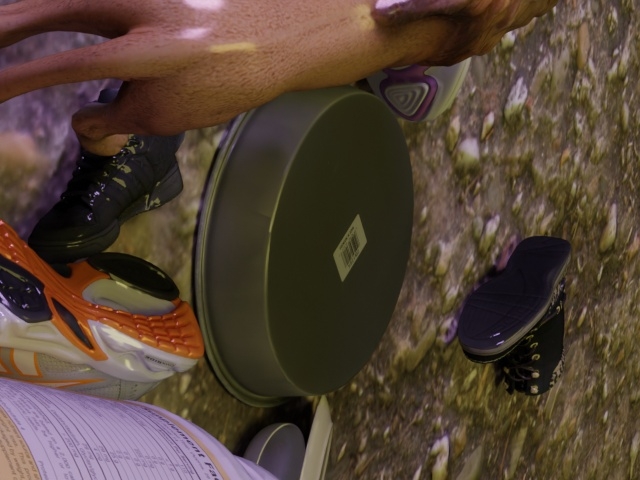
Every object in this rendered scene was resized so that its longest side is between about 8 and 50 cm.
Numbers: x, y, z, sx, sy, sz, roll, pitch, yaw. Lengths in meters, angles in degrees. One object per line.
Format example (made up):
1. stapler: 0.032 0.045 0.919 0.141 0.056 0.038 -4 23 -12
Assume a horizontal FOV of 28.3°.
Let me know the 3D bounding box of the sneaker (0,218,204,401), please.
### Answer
1. sneaker: -0.189 0.055 0.697 0.262 0.099 0.121 25 117 -43

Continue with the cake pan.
1. cake pan: 0.000 0.000 1.057 0.293 0.054 0.293 -29 124 -55

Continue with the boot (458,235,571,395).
1. boot: 0.234 0.121 1.485 0.236 0.085 0.179 -45 138 -47

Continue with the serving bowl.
1. serving bowl: -0.045 0.191 1.063 0.083 0.027 0.083 -29 124 -56

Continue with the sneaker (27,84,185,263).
1. sneaker: -0.133 -0.056 0.807 0.170 0.051 0.089 -40 130 -53

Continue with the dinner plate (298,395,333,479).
1. dinner plate: -0.006 0.202 1.094 0.141 0.017 0.141 12 90 -86

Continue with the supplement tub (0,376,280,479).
1. supplement tub: -0.162 0.183 0.599 0.331 0.241 0.241 24 77 -54

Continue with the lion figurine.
1. lion figurine: -0.019 -0.126 0.707 0.392 0.240 0.142 -36 114 -34

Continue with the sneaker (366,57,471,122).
1. sneaker: 0.107 -0.256 1.102 0.152 0.114 0.305 -23 118 -56
